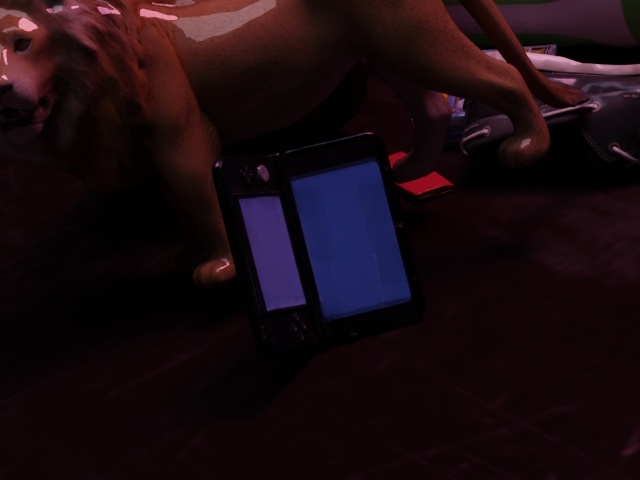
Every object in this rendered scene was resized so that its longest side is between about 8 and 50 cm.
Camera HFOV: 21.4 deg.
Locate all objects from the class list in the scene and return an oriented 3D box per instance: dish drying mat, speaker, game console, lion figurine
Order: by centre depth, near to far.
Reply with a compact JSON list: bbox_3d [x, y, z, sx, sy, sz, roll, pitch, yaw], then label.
[{"bbox_3d":[0.000,0.000,1.021,0.071,0.122,0.107,-17,-5,26],"label":"game console"},{"bbox_3d":[-0.035,-0.118,1.111,0.392,0.240,0.142,-23,13,-6],"label":"lion figurine"},{"bbox_3d":[0.065,-0.047,1.238,0.032,0.008,0.083,-20,25,-17],"label":"dish drying mat"},{"bbox_3d":[0.155,-0.224,1.427,0.297,0.131,0.131,4,30,32],"label":"speaker"}]

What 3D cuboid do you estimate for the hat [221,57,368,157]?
[{"bbox_3d":[-0.039,-0.135,1.285,0.134,0.331,0.331,46,51,13],"label":"hat"}]

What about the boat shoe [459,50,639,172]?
[{"bbox_3d":[0.211,-0.079,1.184,0.233,0.084,0.079,6,68,21],"label":"boat shoe"}]

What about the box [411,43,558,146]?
[{"bbox_3d":[0.131,-0.113,1.322,0.094,0.027,0.137,-2,27,18],"label":"box"}]
